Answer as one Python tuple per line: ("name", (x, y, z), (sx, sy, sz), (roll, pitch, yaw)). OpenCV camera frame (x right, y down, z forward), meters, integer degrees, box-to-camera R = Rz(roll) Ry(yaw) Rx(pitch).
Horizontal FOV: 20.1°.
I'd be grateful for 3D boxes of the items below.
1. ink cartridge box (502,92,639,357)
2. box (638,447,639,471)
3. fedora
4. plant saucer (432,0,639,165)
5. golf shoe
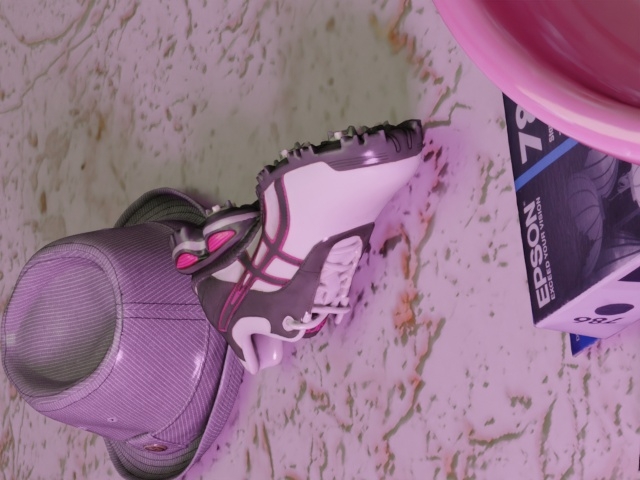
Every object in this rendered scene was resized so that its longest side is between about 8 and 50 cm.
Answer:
("ink cartridge box", (0.167, -0.057, 0.945), (0.332, 0.065, 0.165), (130, 138, -64))
("box", (0.208, 0.052, 0.953), (0.116, 0.029, 0.162), (-173, 87, -74))
("fedora", (-0.174, 0.075, 1.453), (0.275, 0.124, 0.243), (-7, 79, 55))
("plant saucer", (0.196, -0.180, 0.754), (0.332, 0.084, 0.332), (-10, 71, 30))
("golf shoe", (0.000, 0.000, 1.254), (0.273, 0.105, 0.120), (-36, 73, 54))
